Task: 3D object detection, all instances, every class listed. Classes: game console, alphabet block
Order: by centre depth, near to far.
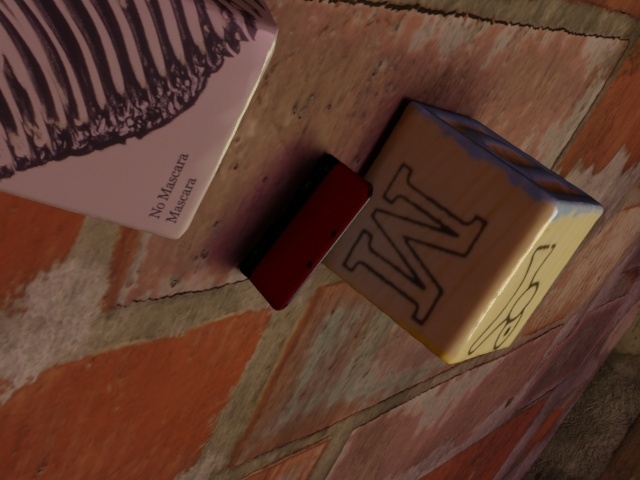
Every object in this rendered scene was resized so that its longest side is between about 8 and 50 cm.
[{"bbox_3d":[0.000,0.000,0.944,0.144,0.085,0.124,-52,154,3],"label":"game console"},{"bbox_3d":[0.152,-0.009,1.050,0.192,0.193,0.197,2,123,-59],"label":"alphabet block"}]

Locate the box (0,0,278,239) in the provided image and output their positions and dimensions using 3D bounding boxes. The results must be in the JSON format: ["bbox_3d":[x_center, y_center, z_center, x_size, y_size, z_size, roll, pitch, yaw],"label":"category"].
[{"bbox_3d":[-0.164,-0.099,0.378,0.275,0.094,0.113,15,119,-25],"label":"box"}]
